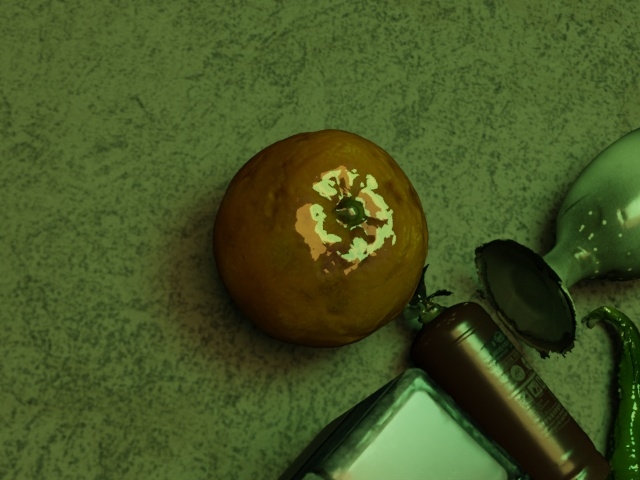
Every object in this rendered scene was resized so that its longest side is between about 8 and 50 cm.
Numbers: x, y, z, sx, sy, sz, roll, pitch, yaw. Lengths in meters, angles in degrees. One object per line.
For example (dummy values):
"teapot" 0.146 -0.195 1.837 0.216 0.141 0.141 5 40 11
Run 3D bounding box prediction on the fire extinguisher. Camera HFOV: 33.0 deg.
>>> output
"fire extinguisher" 0.214 0.180 1.349 0.337 0.114 0.135 51 31 6

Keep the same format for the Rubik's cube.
"Rubik's cube" 0.066 0.366 1.115 0.316 0.318 0.313 44 65 3

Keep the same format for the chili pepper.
"chili pepper" 0.386 0.257 1.389 0.076 0.084 0.359 38 50 -43

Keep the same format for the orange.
"orange" 0.000 0.000 1.290 0.261 0.261 0.261 6 68 -14

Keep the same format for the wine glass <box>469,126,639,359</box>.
"wine glass" 0.381 -0.011 1.428 0.357 0.190 0.190 -35 81 -26
